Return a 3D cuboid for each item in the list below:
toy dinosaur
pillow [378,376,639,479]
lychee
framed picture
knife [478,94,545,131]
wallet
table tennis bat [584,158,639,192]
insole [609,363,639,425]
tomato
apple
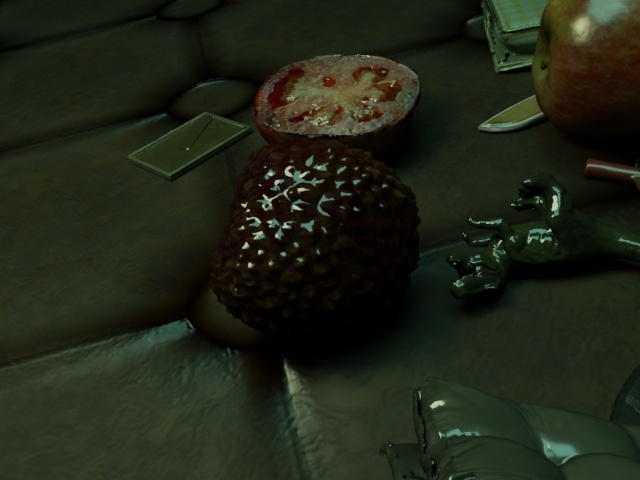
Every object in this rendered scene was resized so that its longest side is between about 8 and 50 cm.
[{"bbox_3d":[0.219,0.034,0.649,0.187,0.087,0.179,-29,72,2],"label":"toy dinosaur"},{"bbox_3d":[0.193,0.161,0.328,0.326,0.101,0.228,10,12,2],"label":"pillow"},{"bbox_3d":[0.000,0.000,0.631,0.188,0.188,0.188,-7,37,6],"label":"lychee"},{"bbox_3d":[-0.186,-0.137,0.988,0.109,0.011,0.149,26,50,38],"label":"framed picture"},{"bbox_3d":[0.321,-0.188,0.908,0.255,0.022,0.046,-24,45,-9],"label":"knife"},{"bbox_3d":[0.409,-0.339,1.050,0.309,0.077,0.223,-4,34,9],"label":"wallet"},{"bbox_3d":[0.362,-0.064,0.743,0.154,0.019,0.098,15,44,27],"label":"table tennis bat"},{"bbox_3d":[0.328,0.097,0.542,0.309,0.012,0.110,-31,40,-23],"label":"insole"},{"bbox_3d":[0.025,-0.160,0.900,0.224,0.085,0.225,-4,37,3],"label":"tomato"},{"bbox_3d":[0.339,-0.211,0.797,0.173,0.188,0.188,1,37,1],"label":"apple"}]
